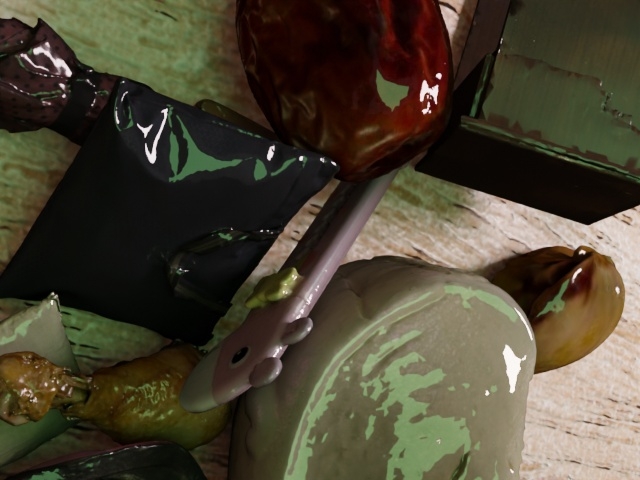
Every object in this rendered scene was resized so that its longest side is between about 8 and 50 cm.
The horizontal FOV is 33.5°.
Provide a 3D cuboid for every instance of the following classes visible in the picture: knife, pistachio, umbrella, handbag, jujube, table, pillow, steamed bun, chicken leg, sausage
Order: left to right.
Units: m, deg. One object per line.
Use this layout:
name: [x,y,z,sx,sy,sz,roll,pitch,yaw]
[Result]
pillow: [-0.298,0.151,0.871,0.229,0.050,0.148,-32,137,-26]
umbrella: [-0.224,-0.128,0.875,0.326,0.094,0.090,25,68,-29]
chicken leg: [-0.171,0.132,0.896,0.251,0.087,0.107,13,107,-49]
handbag: [-0.130,-0.007,0.891,0.211,0.089,0.254,18,127,-31]
sausage: [-0.068,-0.101,1.000,0.116,0.026,0.026,26,83,-27]
knife: [0.000,-0.001,0.946,0.038,0.132,0.398,53,47,-19]
jujube: [0.022,-0.178,0.937,0.183,0.183,0.243,-17,74,-26]
steamed bun: [0.027,0.198,0.963,0.236,0.247,0.383,13,88,-16]
pistachio: [0.231,0.076,1.132,0.210,0.130,0.165,-33,150,-22]
table: [0.236,-0.186,1.002,0.196,0.250,0.282,17,85,-1]

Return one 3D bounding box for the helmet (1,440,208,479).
helmet: [-0.219,0.277,0.888,0.253,0.154,0.198,-29,101,-39]
